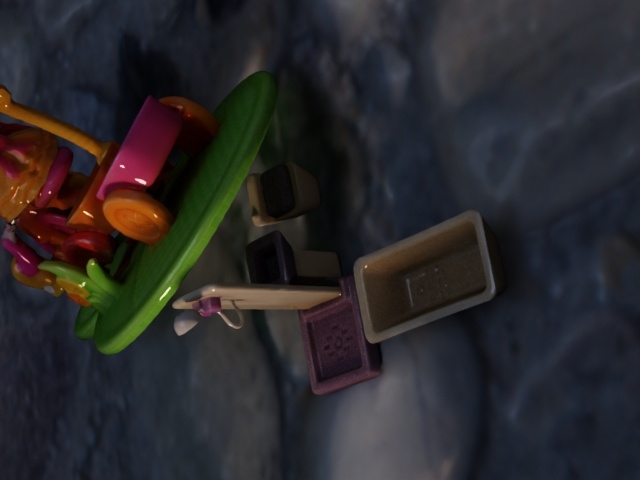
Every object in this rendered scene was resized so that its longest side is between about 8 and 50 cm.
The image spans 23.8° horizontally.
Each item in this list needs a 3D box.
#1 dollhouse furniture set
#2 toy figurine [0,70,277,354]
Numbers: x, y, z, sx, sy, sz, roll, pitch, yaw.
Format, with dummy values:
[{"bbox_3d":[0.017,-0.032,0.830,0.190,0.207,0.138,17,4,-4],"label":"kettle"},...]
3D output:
[{"bbox_3d":[0.000,0.000,0.545,0.114,0.081,0.091,-24,70,44],"label":"dollhouse furniture set"},{"bbox_3d":[-0.127,-0.043,0.605,0.173,0.159,0.130,-35,27,57],"label":"toy figurine"}]
